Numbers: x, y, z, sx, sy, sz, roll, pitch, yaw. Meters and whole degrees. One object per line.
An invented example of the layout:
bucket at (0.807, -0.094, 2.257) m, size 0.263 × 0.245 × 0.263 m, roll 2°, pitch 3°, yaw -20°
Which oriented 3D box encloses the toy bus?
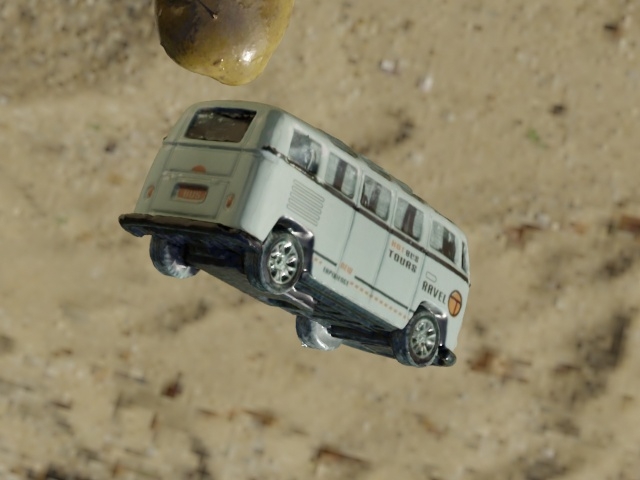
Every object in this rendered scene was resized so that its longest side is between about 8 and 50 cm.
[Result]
toy bus at (0.000, 0.000, 0.921) m, size 0.087 × 0.089 × 0.194 m, roll 7°, pitch 163°, yaw 43°

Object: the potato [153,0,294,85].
potato at (-0.033, -0.097, 0.666) m, size 0.051 × 0.083 × 0.040 m, roll 4°, pitch 178°, yaw -4°
